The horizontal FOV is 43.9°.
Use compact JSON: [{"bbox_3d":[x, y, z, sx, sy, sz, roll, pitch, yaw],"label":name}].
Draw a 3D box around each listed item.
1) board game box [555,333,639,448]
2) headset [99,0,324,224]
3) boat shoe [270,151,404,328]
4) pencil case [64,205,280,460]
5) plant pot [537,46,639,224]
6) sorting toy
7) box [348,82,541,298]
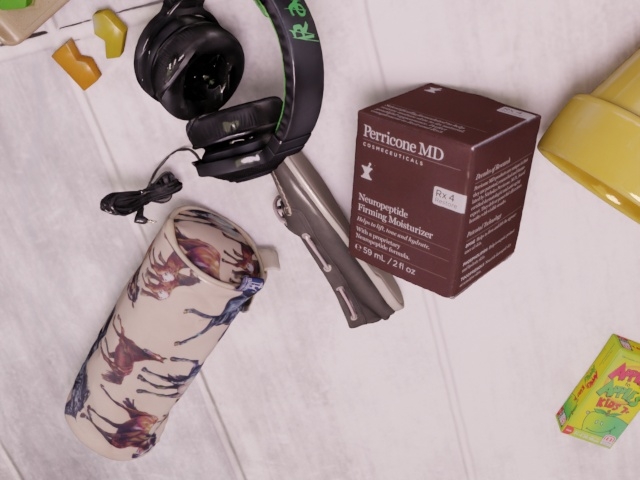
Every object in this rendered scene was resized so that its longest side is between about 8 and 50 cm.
[{"bbox_3d":[0.464,0.243,1.264,0.092,0.043,0.181,20,118,-8],"label":"board game box"},{"bbox_3d":[-0.149,-0.160,0.964,0.243,0.185,0.394,56,141,13],"label":"headset"},{"bbox_3d":[0.000,0.000,1.119,0.095,0.112,0.335,-31,116,13],"label":"boat shoe"},{"bbox_3d":[-0.231,0.150,1.183,0.183,0.160,0.410,24,118,-22],"label":"pencil case"},{"bbox_3d":[0.436,-0.139,0.958,0.254,0.254,0.239,33,101,-14],"label":"plant pot"},{"bbox_3d":[-0.354,-0.337,0.971,0.229,0.041,0.307,-29,116,27],"label":"sorting toy"},{"bbox_3d":[0.152,-0.069,1.008,0.168,0.167,0.203,24,125,34],"label":"box"}]
